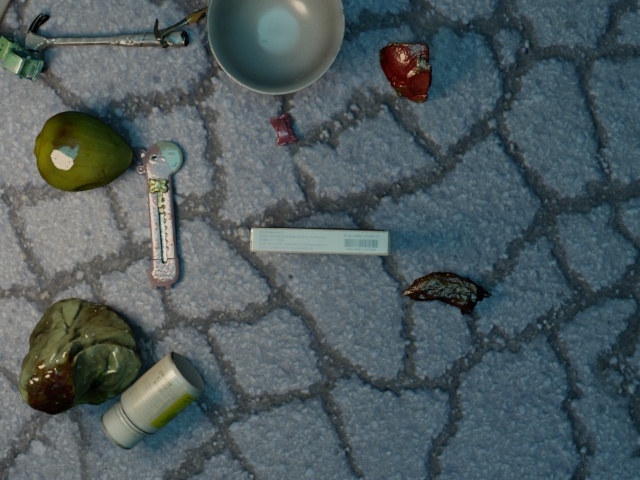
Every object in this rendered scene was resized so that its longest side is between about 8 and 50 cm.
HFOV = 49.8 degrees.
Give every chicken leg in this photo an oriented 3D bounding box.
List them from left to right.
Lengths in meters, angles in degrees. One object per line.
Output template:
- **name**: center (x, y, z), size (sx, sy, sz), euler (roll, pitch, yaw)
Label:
- **chicken leg**: center (0.342, 0.137, 1.855), size (0.234, 0.063, 0.105), euler (16, 89, 1)

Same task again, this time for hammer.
- **hammer**: center (-0.561, -0.518, 1.817), size (0.427, 0.044, 0.152), euler (1, 93, -1)
- **hammer**: center (-0.345, -0.579, 1.801), size (0.201, 0.021, 0.078), euler (-31, 81, -11)

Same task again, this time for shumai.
- **shumai**: center (-0.651, 0.299, 1.743), size (0.309, 0.263, 0.304), euler (-32, 87, 10)

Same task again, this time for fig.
- **fig**: center (-0.608, -0.220, 1.755), size (0.230, 0.207, 0.207), euler (17, 94, -1)

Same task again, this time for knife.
- **knife**: center (-0.425, -0.065, 1.849), size (0.132, 0.038, 0.398), euler (-3, 95, 3)

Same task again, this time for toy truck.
- **toy truck**: center (-0.797, -0.478, 1.770), size (0.175, 0.081, 0.067), euler (36, 106, 22)

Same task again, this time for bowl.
- **bowl**: center (-0.110, -0.535, 1.757), size (0.346, 0.157, 0.345), euler (0, 94, 0)

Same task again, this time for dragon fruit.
- **dragon fruit**: center (0.221, -0.434, 1.786), size (0.127, 0.120, 0.160), euler (-6, 99, 6)

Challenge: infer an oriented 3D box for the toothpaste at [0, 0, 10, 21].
- **toothpaste**: center (-0.866, -0.616, 1.799), size (0.114, 0.073, 0.299), euler (20, 86, -1)

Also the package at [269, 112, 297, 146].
- **package**: center (-0.100, -0.295, 1.839), size (0.059, 0.029, 0.083), euler (-16, 85, -2)

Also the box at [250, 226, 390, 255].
- **box**: center (0.000, 0.000, 1.775), size (0.344, 0.200, 0.065), euler (1, 92, 0)

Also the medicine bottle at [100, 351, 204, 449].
- **medicine bottle**: center (-0.447, 0.427, 1.832), size (0.258, 0.143, 0.143), euler (-39, 93, 3)
